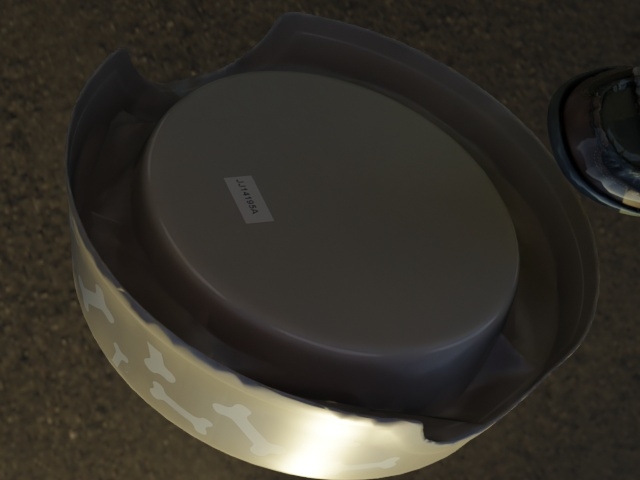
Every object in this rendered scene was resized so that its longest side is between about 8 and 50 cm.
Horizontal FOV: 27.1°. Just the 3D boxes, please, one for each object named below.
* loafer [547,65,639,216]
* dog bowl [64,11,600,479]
[{"bbox_3d":[0.247,-0.065,0.822,0.267,0.096,0.084,4,165,-44],"label":"loafer"},{"bbox_3d":[0.000,0.000,0.857,0.349,0.348,0.102,-3,139,-27],"label":"dog bowl"}]
